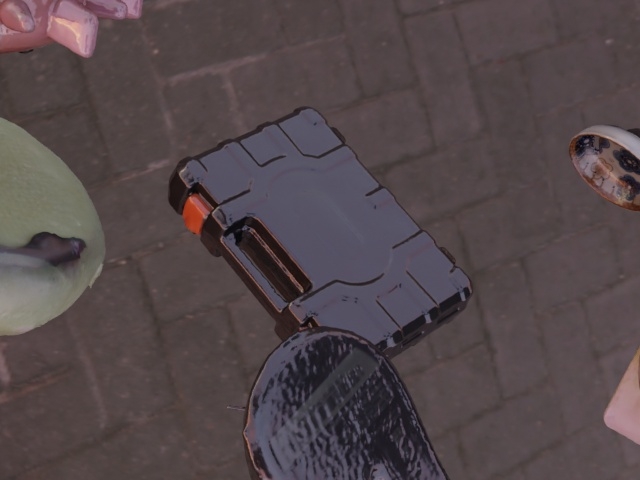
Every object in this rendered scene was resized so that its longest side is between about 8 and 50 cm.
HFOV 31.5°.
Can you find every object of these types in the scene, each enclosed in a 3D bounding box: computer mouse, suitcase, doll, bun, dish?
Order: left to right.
[{"bbox_3d":[-0.386,-0.003,1.193,0.293,0.187,0.293,30,28,-18],"label":"bun"},{"bbox_3d":[-0.232,-0.182,0.795,0.262,0.211,0.093,-41,145,-62],"label":"doll"},{"bbox_3d":[0.000,0.000,1.162,0.206,0.066,0.285,-28,69,-35],"label":"suitcase"},{"bbox_3d":[0.019,0.181,0.843,0.147,0.088,0.264,-39,108,-33],"label":"computer mouse"},{"bbox_3d":[0.404,-0.113,1.481,0.078,0.141,0.141,-48,110,-17],"label":"dish"}]

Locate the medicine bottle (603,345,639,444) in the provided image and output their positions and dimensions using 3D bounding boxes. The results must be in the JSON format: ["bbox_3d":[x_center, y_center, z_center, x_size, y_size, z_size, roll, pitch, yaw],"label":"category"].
[{"bbox_3d":[0.443,0.096,1.090,0.235,0.236,0.406,-11,135,-31],"label":"medicine bottle"}]

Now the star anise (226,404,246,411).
[{"bbox_3d":[-0.031,0.226,1.471,0.140,0.144,0.158,-13,81,10],"label":"star anise"}]
